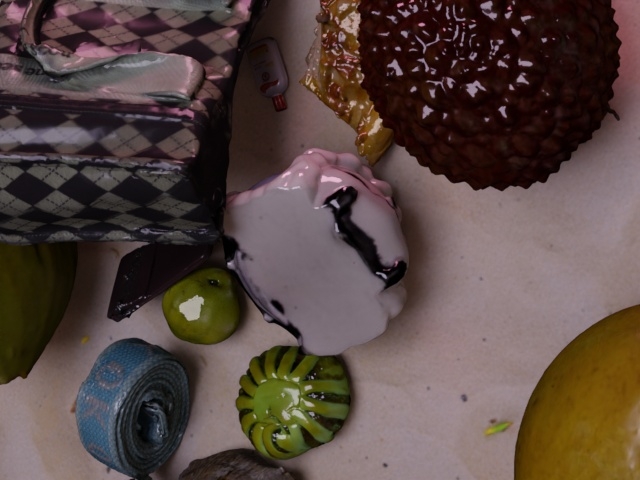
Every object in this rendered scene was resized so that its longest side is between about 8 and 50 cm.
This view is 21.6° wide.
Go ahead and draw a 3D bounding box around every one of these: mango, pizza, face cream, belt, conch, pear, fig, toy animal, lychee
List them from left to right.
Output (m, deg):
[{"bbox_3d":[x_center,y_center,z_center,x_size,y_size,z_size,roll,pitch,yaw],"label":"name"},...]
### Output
[{"bbox_3d":[-0.441,0.009,1.974,0.343,0.343,0.343,2,93,29],"label":"fig"},{"bbox_3d":[-0.211,0.195,1.943,0.082,0.163,0.147,26,78,27],"label":"belt"},{"bbox_3d":[-0.137,0.073,1.930,0.092,0.092,0.097,30,107,25],"label":"pear"},{"bbox_3d":[-0.103,0.328,1.916,0.245,0.163,0.178,24,71,43],"label":"conch"},{"bbox_3d":[-0.057,-0.187,1.908,0.040,0.021,0.083,-22,82,29],"label":"face cream"},{"bbox_3d":[0.000,0.000,1.808,0.204,0.156,0.208,-28,108,27],"label":"toy animal"},{"bbox_3d":[0.047,-0.220,1.828,0.134,0.056,0.271,13,98,20],"label":"pizza"},{"bbox_3d":[0.170,-0.181,1.657,0.264,0.300,0.264,-40,36,37],"label":"lychee"},{"bbox_3d":[0.312,0.272,1.614,0.301,0.220,0.445,29,110,24],"label":"mango"}]

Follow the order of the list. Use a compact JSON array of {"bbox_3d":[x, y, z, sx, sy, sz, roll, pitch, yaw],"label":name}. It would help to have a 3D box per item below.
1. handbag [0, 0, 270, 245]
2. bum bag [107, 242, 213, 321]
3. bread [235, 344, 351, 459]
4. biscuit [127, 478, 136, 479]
[{"bbox_3d":[-0.201,-0.200,1.813,0.317,0.180,0.416,0,54,20],"label":"handbag"},{"bbox_3d":[-0.183,0.023,1.949,0.159,0.109,0.026,-34,117,25],"label":"bum bag"},{"bbox_3d":[-0.034,0.182,1.887,0.139,0.071,0.130,-7,85,29],"label":"bread"},{"bbox_3d":[-0.200,0.360,1.927,0.228,0.031,0.176,-145,46,-63],"label":"biscuit"}]
